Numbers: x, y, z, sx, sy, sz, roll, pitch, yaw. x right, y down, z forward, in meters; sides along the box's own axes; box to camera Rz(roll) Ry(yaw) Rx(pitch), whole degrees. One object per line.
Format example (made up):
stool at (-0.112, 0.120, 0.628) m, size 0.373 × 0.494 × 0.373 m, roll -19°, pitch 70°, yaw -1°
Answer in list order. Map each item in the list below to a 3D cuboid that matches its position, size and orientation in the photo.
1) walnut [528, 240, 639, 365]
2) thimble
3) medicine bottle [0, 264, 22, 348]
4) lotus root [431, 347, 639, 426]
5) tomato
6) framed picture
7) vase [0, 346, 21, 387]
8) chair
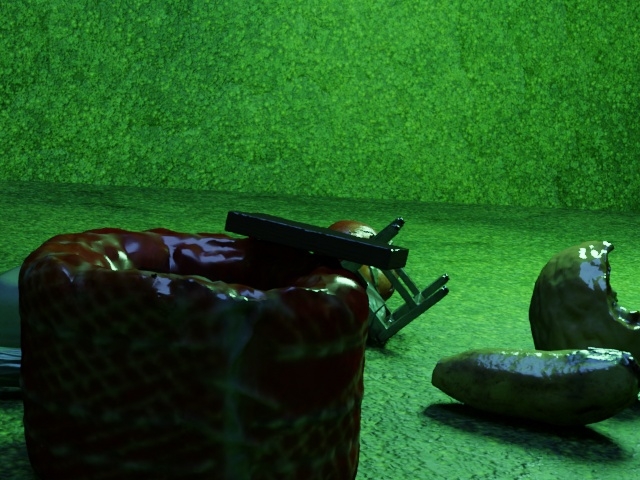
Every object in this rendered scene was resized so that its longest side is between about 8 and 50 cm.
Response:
walnut at (0.373, 0.109, 1.392) m, size 0.141 × 0.203 × 0.238 m, roll -10°, pitch 11°, yaw -7°
thimble at (-0.126, 0.117, 0.943) m, size 0.350 × 0.230 × 0.350 m, roll 4°, pitch 9°, yaw -1°
medicine bottle at (-0.243, 0.100, 1.299) m, size 0.375 × 0.122 × 0.282 m, roll 6°, pitch 8°, yaw 8°
lotus root at (0.270, 0.179, 1.203) m, size 0.259 × 0.097 × 0.110 m, roll 1°, pitch 0°, yaw 21°
tomato at (0.053, 0.045, 1.739) m, size 0.167 × 0.167 × 0.167 m, roll 5°, pitch 9°, yaw -1°
framed picture at (0.000, 0.000, 0.996) m, size 0.169 × 0.023 × 0.128 m, roll 14°, pitch 3°, yaw 12°
vase at (-0.379, 0.146, 1.113) m, size 0.149 × 0.081 × 0.081 m, roll 6°, pitch 8°, yaw -22°
chair at (0.059, 0.099, 1.533) m, size 0.270 × 0.147 × 0.136 m, roll -38°, pitch 1°, yaw 10°
